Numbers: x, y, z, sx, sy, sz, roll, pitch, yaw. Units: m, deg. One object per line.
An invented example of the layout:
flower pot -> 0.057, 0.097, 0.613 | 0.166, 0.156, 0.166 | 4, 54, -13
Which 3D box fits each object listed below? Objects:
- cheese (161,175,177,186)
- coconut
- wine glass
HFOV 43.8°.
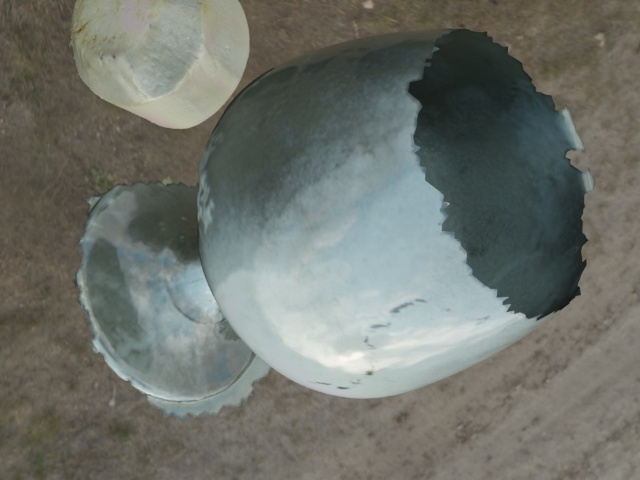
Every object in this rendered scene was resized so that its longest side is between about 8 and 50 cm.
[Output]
cheese -> -0.259, -0.061, 1.344 | 0.060, 0.084, 0.041 | -39, 129, 6
coconut -> -0.212, -0.268, 1.078 | 0.241, 0.241, 0.241 | -8, 116, -17
wine glass -> 0.000, 0.000, 0.542 | 0.238, 0.323, 0.237 | 17, 66, -43
